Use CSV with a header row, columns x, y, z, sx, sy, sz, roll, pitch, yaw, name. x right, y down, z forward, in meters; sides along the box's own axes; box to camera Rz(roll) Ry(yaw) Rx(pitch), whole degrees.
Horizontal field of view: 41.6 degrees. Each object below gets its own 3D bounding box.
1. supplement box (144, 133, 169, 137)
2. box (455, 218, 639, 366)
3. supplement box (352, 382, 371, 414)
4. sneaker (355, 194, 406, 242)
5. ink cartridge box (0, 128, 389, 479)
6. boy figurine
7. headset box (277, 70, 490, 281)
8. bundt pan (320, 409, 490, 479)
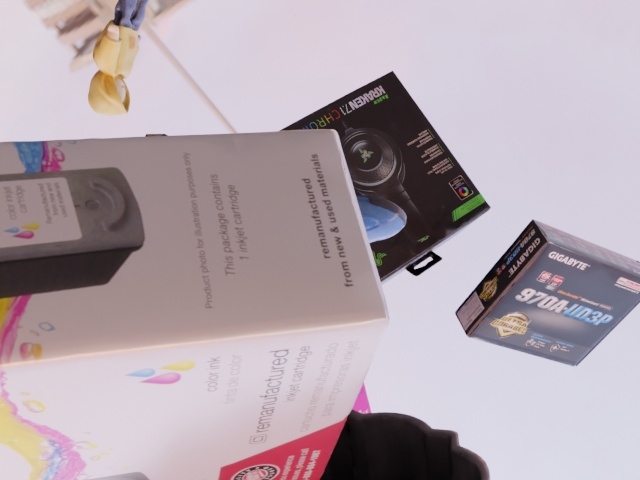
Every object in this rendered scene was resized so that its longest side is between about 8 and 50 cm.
x,y,z,sx,sy,sz,roll,pitch,yaw,name
-0.277,-0.150,1.523,0.083,0.083,0.056,10,-106,54,supplement box
0.318,0.078,1.140,0.175,0.220,0.051,-54,-146,27,box
-0.015,0.188,1.131,0.111,0.220,0.114,-31,-138,-18,supplement box
0.000,0.000,0.971,0.209,0.069,0.082,-5,-128,30,sneaker
-0.141,0.062,0.457,0.306,0.226,0.131,-6,-124,-15,ink cartridge box
-0.399,-0.390,1.693,0.177,0.092,0.285,-73,179,-88,boy figurine
0.078,-0.069,1.279,0.246,0.283,0.131,-31,172,-22,headset box
-0.014,0.269,0.689,0.331,0.124,0.331,-11,-166,3,bundt pan
